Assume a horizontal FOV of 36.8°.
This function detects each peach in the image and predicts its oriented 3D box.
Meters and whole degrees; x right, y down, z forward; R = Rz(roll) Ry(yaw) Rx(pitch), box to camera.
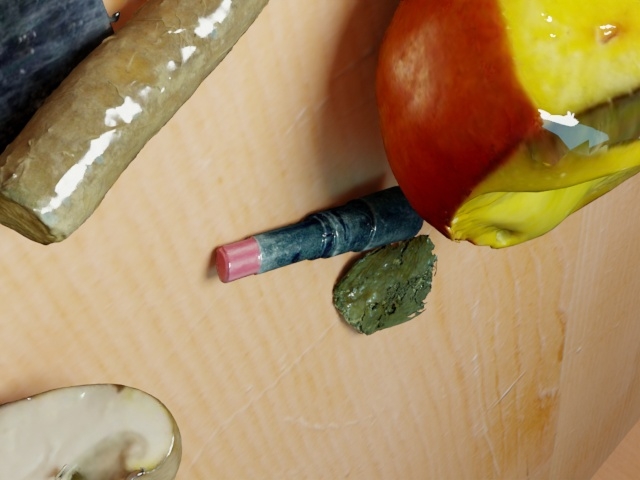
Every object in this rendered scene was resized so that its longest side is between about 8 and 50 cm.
[{"bbox_3d":[0.181,-0.147,0.773,0.306,0.242,0.380,-30,173,5],"label":"peach"}]

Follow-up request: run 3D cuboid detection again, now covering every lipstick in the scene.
[{"bbox_3d":[0.000,0.000,0.852,0.234,0.053,0.053,-19,135,-44],"label":"lipstick"}]

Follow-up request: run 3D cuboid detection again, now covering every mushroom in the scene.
[{"bbox_3d":[-0.210,0.215,0.681,0.286,0.156,0.151,-38,160,-6],"label":"mushroom"}]

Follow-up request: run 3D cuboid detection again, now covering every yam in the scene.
[{"bbox_3d":[-0.084,-0.122,0.563,0.299,0.066,0.066,-54,152,-19],"label":"yam"}]

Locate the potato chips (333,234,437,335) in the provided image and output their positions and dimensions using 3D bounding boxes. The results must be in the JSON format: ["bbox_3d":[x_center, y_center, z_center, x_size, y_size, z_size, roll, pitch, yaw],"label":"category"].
[{"bbox_3d":[0.079,0.045,1.041,0.142,0.026,0.209,-49,150,-15],"label":"potato chips"}]

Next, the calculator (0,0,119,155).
[{"bbox_3d":[-0.214,-0.065,0.507,0.262,0.021,0.161,-41,147,-24],"label":"calculator"}]
